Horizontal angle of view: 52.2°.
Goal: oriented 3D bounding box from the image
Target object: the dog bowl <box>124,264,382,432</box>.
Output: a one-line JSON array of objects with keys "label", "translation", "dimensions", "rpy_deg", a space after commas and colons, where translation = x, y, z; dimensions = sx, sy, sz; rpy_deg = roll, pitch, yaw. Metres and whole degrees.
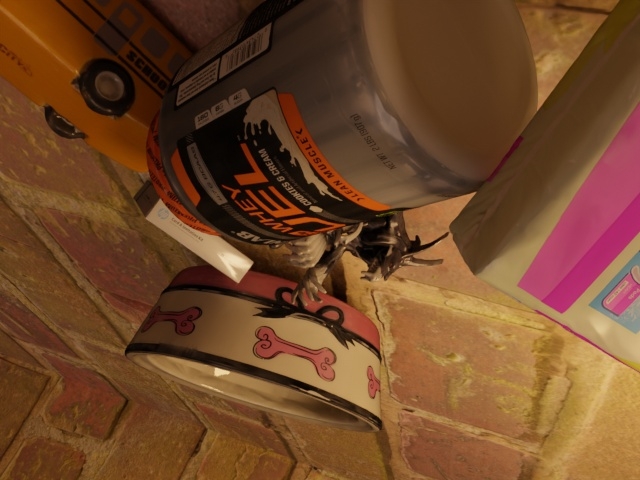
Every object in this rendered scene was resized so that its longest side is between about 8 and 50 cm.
[{"label": "dog bowl", "translation": [-0.086, 0.172, 1.027], "dimensions": [0.408, 0.150, 0.408], "rpy_deg": [14, 160, 5]}]

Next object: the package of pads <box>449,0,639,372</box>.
[{"label": "package of pads", "translation": [0.256, -0.051, 0.370], "dimensions": [0.229, 0.101, 0.296], "rpy_deg": [30, 109, -11]}]

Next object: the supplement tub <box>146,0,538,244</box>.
[{"label": "supplement tub", "translation": [-0.005, -0.103, 0.541], "dimensions": [0.193, 0.193, 0.316], "rpy_deg": [41, 147, -26]}]

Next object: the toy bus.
[{"label": "toy bus", "translation": [-0.253, -0.204, 0.625], "dimensions": [0.108, 0.130, 0.332], "rpy_deg": [-11, 135, 48]}]

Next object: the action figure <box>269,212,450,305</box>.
[{"label": "action figure", "translation": [0.000, 0.000, 0.760], "dimensions": [0.275, 0.141, 0.164], "rpy_deg": [19, 149, 17]}]

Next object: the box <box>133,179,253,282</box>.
[{"label": "box", "translation": [-0.178, -0.017, 0.883], "dimensions": [0.145, 0.038, 0.186], "rpy_deg": [38, 177, -22]}]
